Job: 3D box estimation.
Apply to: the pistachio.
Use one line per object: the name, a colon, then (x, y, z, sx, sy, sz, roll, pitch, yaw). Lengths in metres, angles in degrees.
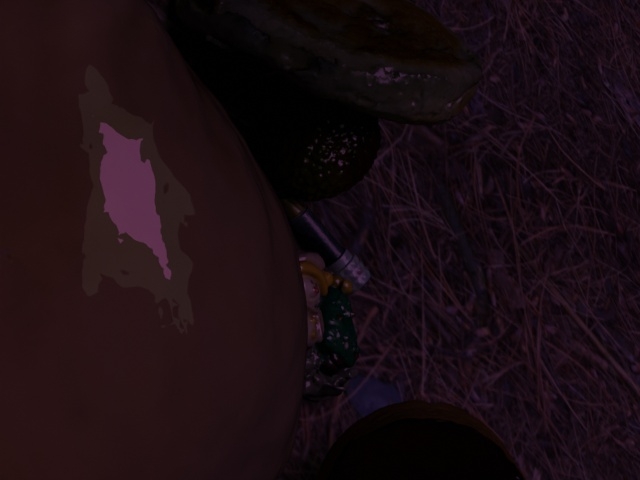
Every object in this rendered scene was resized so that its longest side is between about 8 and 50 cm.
pistachio: (-0.164, 0.020, 1.074, 0.365, 0.281, 0.446, -27, 104, -53)

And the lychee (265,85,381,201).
lychee: (0.003, -0.099, 1.494, 0.114, 0.114, 0.146, 46, 40, -26)

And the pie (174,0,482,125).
pie: (0.016, -0.192, 1.477, 0.302, 0.067, 0.302, 16, 23, -7)

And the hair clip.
hair clip: (-0.061, 0.043, 1.342, 0.321, 0.091, 0.138, 22, 55, -43)

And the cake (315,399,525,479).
cake: (0.081, 0.227, 1.357, 0.208, 0.185, 0.178, 55, 0, -10)

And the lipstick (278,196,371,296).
lipstick: (0.000, 0.000, 1.503, 0.116, 0.037, 0.037, 51, 37, -12)
